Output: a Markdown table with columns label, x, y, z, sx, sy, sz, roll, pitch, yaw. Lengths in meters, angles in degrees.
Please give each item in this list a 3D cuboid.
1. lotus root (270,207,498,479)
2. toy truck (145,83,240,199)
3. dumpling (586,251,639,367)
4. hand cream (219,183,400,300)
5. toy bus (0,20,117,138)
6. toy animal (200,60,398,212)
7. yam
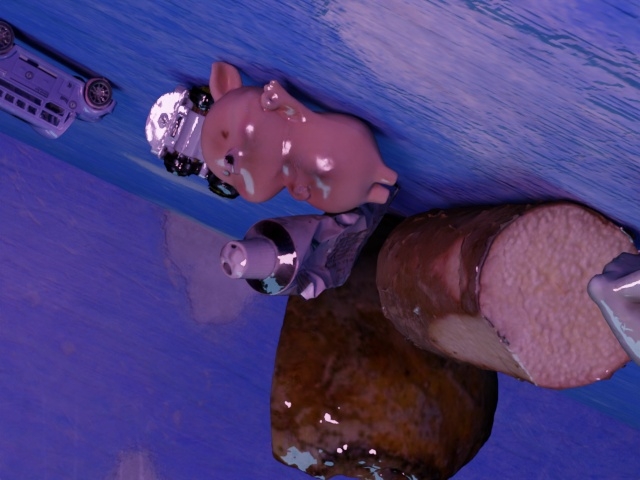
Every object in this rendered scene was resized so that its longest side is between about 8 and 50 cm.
| label | x | y | z | sx | sy | sz | roll | pitch | yaw |
| --- | --- | --- | --- | --- | --- | --- | --- | --- | --- |
| lotus root | 0.064 | 0.078 | 0.986 | 0.210 | 0.142 | 0.314 | 5 | -153 | -2 |
| toy truck | -0.087 | -0.086 | 0.893 | 0.111 | 0.076 | 0.077 | 25 | -166 | -1 |
| dumpling | 0.240 | 0.057 | 0.611 | 0.216 | 0.105 | 0.149 | 25 | 174 | -6 |
| hand cream | 0.003 | 0.002 | 0.808 | 0.050 | 0.084 | 0.257 | 32 | -164 | 19 |
| toy bus | -0.284 | -0.151 | 1.048 | 0.167 | 0.076 | 0.073 | 29 | 173 | -35 |
| toy animal | -0.020 | -0.060 | 0.751 | 0.150 | 0.083 | 0.089 | 23 | -174 | 8 |
| yam | 0.128 | 0.032 | 0.801 | 0.128 | 0.129 | 0.238 | -11 | -174 | -16 |
